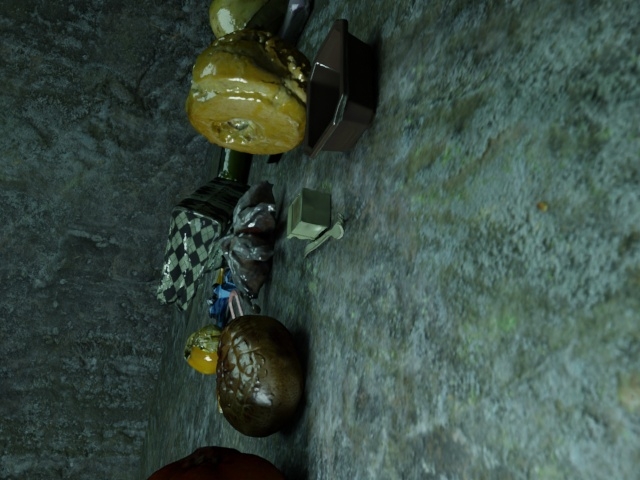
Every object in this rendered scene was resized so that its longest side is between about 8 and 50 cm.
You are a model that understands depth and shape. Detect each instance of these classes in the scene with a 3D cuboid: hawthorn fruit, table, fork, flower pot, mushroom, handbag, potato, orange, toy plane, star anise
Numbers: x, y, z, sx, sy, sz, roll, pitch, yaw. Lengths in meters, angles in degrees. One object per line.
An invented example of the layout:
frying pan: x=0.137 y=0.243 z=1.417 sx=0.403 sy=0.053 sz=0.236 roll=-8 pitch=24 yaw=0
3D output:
hawthorn fruit: x=-0.174 y=0.496 z=0.875 sx=0.311 sy=0.294 sz=0.295 roll=-102 pitch=31 yaw=-46
table: x=-0.024 y=-0.047 z=1.066 sx=0.083 sy=0.062 sz=0.079 roll=134 pitch=143 yaw=-55
fork: x=0.006 y=0.000 z=1.026 sx=0.219 sy=0.028 sz=0.034 roll=134 pitch=135 yaw=-62
flower pot: x=0.041 y=-0.274 z=0.995 sx=0.179 sy=0.084 sz=0.251 roll=133 pitch=145 yaw=-55
mushroom: x=-0.126 y=0.264 z=1.053 sx=0.253 sy=0.153 sz=0.253 roll=-179 pitch=90 yaw=-68
handbag: x=-0.342 y=0.005 z=1.573 sx=0.416 sy=0.180 sz=0.317 roll=-74 pitch=2 yaw=-73
potato: x=-0.221 y=-0.691 z=1.611 sx=0.285 sy=0.242 sz=0.242 roll=-51 pitch=24 yaw=3
orange: x=-0.342 y=0.329 z=1.609 sx=0.156 sy=0.134 sz=0.157 roll=1 pitch=91 yaw=62
toy plane: x=-0.323 y=0.209 z=1.699 sx=0.246 sy=0.078 sz=0.169 roll=-66 pitch=-4 yaw=39
star anise: x=-0.183 y=0.002 z=1.349 sx=0.359 sy=0.139 sz=0.316 roll=-155 pitch=69 yaw=-73

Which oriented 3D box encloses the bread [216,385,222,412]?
bread: x=-0.252 y=0.387 z=1.444 sx=0.136 sy=0.054 sz=0.154 roll=-24 pitch=51 yaw=64

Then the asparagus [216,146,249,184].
asparagus: x=-0.310 y=-0.272 z=1.901 sx=0.128 sy=0.108 sz=0.382 roll=-178 pitch=98 yaw=-68

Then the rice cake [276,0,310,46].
rice cake: x=-0.124 y=-0.587 z=1.638 sx=0.399 sy=0.064 sz=0.070 roll=-51 pitch=44 yaw=51

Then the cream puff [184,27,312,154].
cream puff: x=-0.160 y=-0.352 z=1.228 sx=0.343 sy=0.326 sz=0.231 roll=49 pitch=-134 yaw=-62

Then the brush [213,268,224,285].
brush: x=-0.356 y=0.174 z=1.899 sx=0.272 sy=0.013 sz=0.103 roll=-122 pitch=47 yaw=-61

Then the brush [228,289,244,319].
brush: x=-0.188 y=0.225 z=1.296 sx=0.103 sy=0.047 sz=0.234 roll=-55 pitch=44 yaw=44

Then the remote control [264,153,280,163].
remote control: x=-0.106 y=-0.304 z=1.462 sx=0.072 sy=0.042 sz=0.222 roll=-98 pitch=29 yaw=-43
